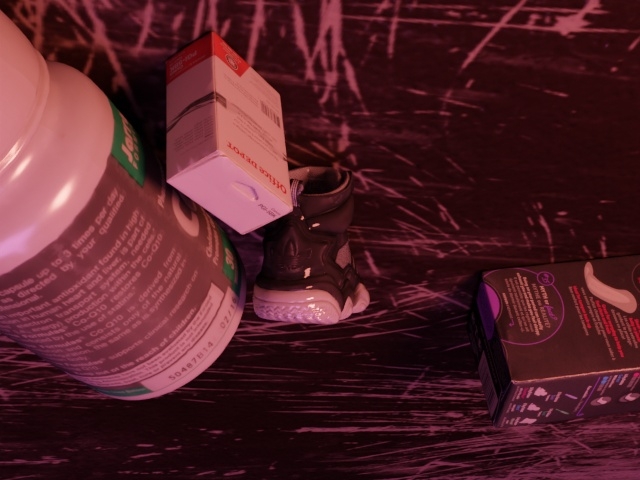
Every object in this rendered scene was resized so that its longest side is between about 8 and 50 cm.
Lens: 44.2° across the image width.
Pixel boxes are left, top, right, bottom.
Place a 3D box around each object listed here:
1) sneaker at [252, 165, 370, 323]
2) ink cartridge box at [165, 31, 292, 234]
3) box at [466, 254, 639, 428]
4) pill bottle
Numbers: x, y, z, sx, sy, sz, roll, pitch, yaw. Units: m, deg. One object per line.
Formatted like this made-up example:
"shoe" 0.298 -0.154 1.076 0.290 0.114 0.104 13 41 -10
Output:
"sneaker" 0.000 0.000 0.827 0.101 0.153 0.268 4 -178 10
"ink cartridge box" -0.077 -0.088 0.655 0.056 0.135 0.099 -25 141 23
"box" 0.345 0.128 1.022 0.271 0.165 0.143 -6 145 -3
"pill bottle" -0.225 -0.018 0.664 0.204 0.204 0.361 -17 145 13
